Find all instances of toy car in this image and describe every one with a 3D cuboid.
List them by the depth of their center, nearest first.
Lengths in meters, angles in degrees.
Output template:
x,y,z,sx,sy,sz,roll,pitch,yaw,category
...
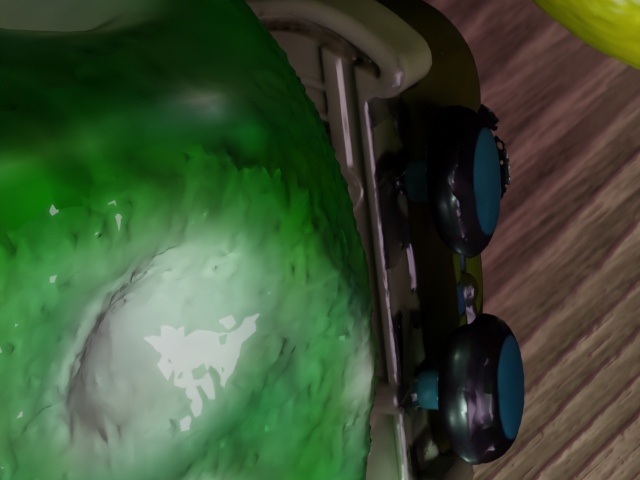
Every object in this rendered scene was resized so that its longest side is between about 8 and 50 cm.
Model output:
x,y,z,sx,sy,sz,roll,pitch,yaw,category
0.000,0.000,0.761,0.198,0.204,0.247,-40,125,-64,toy car

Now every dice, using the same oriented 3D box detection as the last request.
x,y,z,sx,sy,sz,roll,pitch,yaw,category
-0.174,0.044,0.536,0.287,0.300,0.297,-20,128,-35,dice

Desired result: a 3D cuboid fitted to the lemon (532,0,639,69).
x,y,z,sx,sy,sz,roll,pitch,yaw,category
0.200,-0.221,0.685,0.348,0.348,0.348,-23,130,-30,lemon
